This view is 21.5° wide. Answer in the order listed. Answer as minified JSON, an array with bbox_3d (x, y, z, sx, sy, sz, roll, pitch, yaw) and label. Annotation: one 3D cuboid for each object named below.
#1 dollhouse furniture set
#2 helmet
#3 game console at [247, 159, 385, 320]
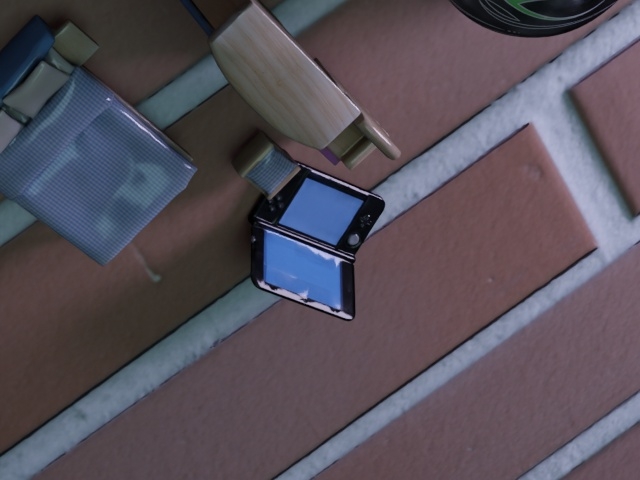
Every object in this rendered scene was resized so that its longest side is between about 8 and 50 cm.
[{"bbox_3d":[-0.122,-0.054,1.388,0.303,0.198,0.286,-43,125,6],"label":"dollhouse furniture set"},{"bbox_3d":[0.178,-0.251,1.438,0.162,0.169,0.169,-19,128,-34],"label":"helmet"},{"bbox_3d":[0.000,0.000,1.561,0.122,0.071,0.107,22,109,-33],"label":"game console"}]
